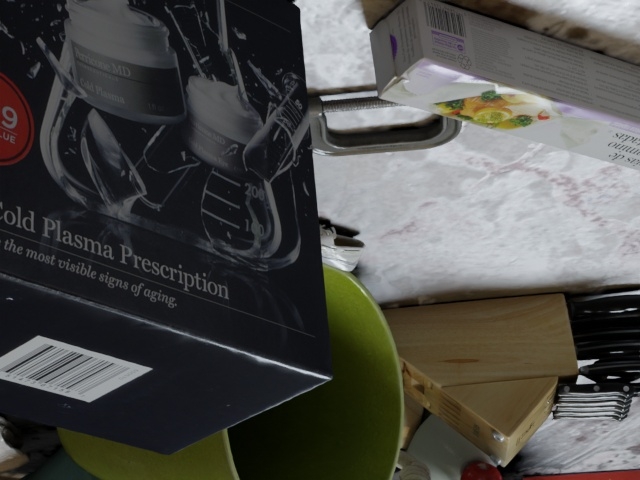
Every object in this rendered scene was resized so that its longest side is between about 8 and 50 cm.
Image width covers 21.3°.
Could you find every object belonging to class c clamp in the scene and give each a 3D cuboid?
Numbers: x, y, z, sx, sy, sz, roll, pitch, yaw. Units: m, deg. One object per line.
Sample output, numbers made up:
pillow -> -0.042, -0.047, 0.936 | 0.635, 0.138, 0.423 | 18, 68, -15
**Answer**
c clamp -> 0.042, -0.104, 1.423 | 0.161, 0.022, 0.137 | -3, 152, -5

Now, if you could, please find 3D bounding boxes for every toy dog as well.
toy dog -> 0.145, 0.278, 1.876 | 0.220, 0.333, 0.161 | 14, 115, 6

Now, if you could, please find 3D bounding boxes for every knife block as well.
knife block -> 0.218, 0.104, 1.811 | 0.276, 0.242, 0.088 | 36, 158, 19

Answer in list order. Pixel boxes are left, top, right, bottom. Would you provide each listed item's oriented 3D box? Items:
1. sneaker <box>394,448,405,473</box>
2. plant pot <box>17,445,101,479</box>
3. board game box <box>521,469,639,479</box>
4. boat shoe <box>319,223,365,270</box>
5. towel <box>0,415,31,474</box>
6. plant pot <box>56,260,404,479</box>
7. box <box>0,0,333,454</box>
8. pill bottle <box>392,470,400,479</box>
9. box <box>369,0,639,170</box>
sneaker -> 0.071, 0.274, 2.130 | 0.170, 0.068, 0.071 | -34, 128, 29
plant pot -> -0.219, 0.354, 1.956 | 0.341, 0.341, 0.334 | 12, 141, -30
board game box -> 0.424, 0.393, 2.400 | 0.316, 0.064, 0.242 | -3, 152, -5
boat shoe -> 0.000, 0.000, 1.609 | 0.100, 0.035, 0.035 | 19, 117, -32
towel -> -0.421, 0.251, 1.881 | 0.187, 0.049, 0.282 | -19, 171, -6
plant pot -> -0.114, 0.164, 1.697 | 0.293, 0.274, 0.275 | -6, 158, 39
box -> -0.180, -0.056, 1.162 | 0.179, 0.312, 0.343 | -29, 145, 37
pill bottle -> 0.199, 0.405, 2.134 | 0.188, 0.188, 0.334 | -23, 150, 31
box -> 0.189, -0.118, 1.376 | 0.324, 0.067, 0.063 | 12, 149, -31
